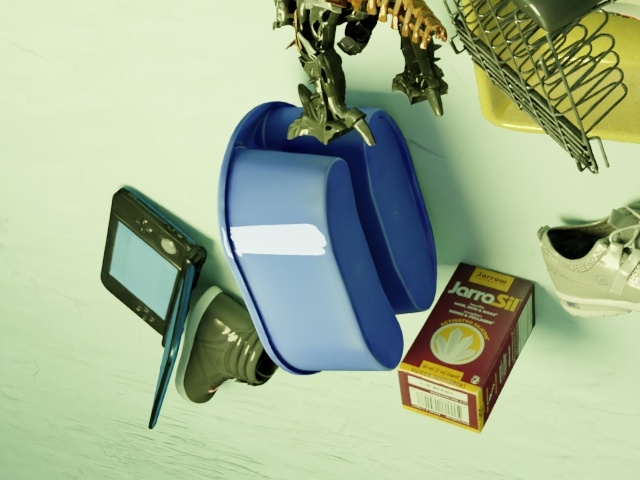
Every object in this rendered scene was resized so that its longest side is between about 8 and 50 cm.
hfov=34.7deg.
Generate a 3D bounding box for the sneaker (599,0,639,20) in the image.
[{"bbox_3d":[0.253,-0.208,0.792,0.161,0.057,0.075,26,119,25],"label":"sneaker"}]

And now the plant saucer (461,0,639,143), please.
[{"bbox_3d":[0.279,-0.232,0.846,0.333,0.081,0.332,10,139,30],"label":"plant saucer"}]

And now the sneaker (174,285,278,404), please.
[{"bbox_3d":[-0.147,0.210,1.672,0.147,0.104,0.295,31,140,14],"label":"sneaker"}]

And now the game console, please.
[{"bbox_3d":[-0.284,0.109,1.586,0.250,0.173,0.293,38,145,9],"label":"game console"}]

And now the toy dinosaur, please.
[{"bbox_3d":[0.020,-0.210,0.935,0.164,0.322,0.218,-13,116,6],"label":"toy dinosaur"}]

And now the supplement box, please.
[{"bbox_3d":[0.181,0.127,1.243,0.104,0.188,0.080,15,139,25],"label":"supplement box"}]

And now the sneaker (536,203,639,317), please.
[{"bbox_3d":[0.341,0.015,1.057,0.281,0.105,0.115,-15,122,48],"label":"sneaker"}]

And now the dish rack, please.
[{"bbox_3d":[0.158,-0.172,0.798,0.208,0.074,0.271,54,-177,33],"label":"dish rack"}]

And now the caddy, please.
[{"bbox_3d":[0.000,0.000,1.192,0.179,0.241,0.341,-1,124,30],"label":"caddy"}]
